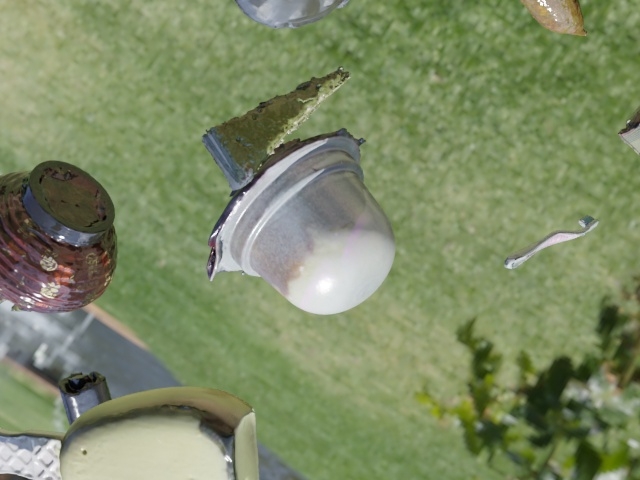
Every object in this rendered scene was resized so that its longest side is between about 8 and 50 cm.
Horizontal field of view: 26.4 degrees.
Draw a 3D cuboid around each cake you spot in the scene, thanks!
[{"bbox_3d":[-0.037,-0.104,1.103,0.055,0.140,0.051,44,156,0],"label":"cake"}]

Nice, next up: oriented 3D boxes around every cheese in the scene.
[{"bbox_3d":[-0.165,0.162,1.002,0.252,0.127,0.054,3,-165,20],"label":"cheese"}]

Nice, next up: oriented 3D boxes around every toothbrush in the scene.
[{"bbox_3d":[0.265,0.001,1.547,0.022,0.204,0.017,33,123,26],"label":"toothbrush"}]

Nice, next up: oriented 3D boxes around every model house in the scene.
[{"bbox_3d":[0.304,-0.095,1.210,0.058,0.057,0.083,43,166,-1],"label":"model house"}]

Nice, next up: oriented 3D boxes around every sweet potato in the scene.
[{"bbox_3d":[0.240,-0.310,1.529,0.068,0.068,0.226,12,138,50],"label":"sweet potato"}]

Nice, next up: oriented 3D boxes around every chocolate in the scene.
[{"bbox_3d":[-0.004,0.003,1.419,0.147,0.221,0.221,53,175,29],"label":"chocolate"}]

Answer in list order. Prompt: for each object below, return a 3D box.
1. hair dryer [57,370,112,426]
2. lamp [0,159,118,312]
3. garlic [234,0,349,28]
[{"bbox_3d":[-0.223,0.239,1.359,0.089,0.197,0.251,-138,37,-57],"label":"hair dryer"},{"bbox_3d":[-0.419,0.005,2.034,0.247,0.247,0.247,30,164,10],"label":"lamp"},{"bbox_3d":[-0.036,-0.371,1.448,0.184,0.203,0.281,62,149,18],"label":"garlic"}]
